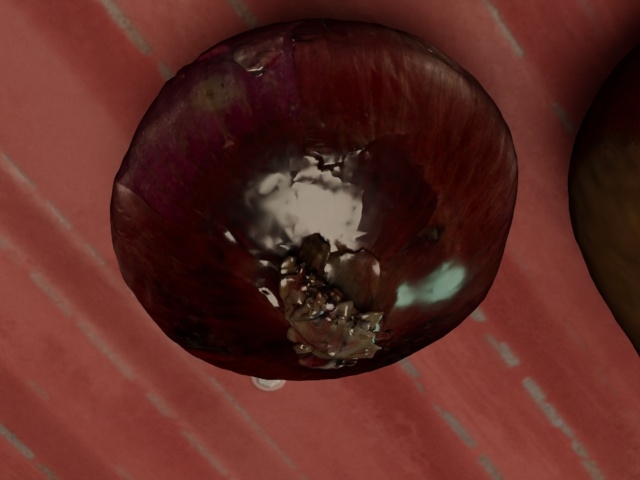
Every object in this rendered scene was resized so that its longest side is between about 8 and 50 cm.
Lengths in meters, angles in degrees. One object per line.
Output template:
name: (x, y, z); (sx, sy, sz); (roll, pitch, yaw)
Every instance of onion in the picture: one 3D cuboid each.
onion: (0.000, 0.000, 0.843); (0.347, 0.285, 0.348); (-3, 127, -4)

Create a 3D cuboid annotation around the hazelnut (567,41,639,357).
hazelnut: (0.393, -0.012, 0.799); (0.359, 0.359, 0.409); (-23, 123, 13)
